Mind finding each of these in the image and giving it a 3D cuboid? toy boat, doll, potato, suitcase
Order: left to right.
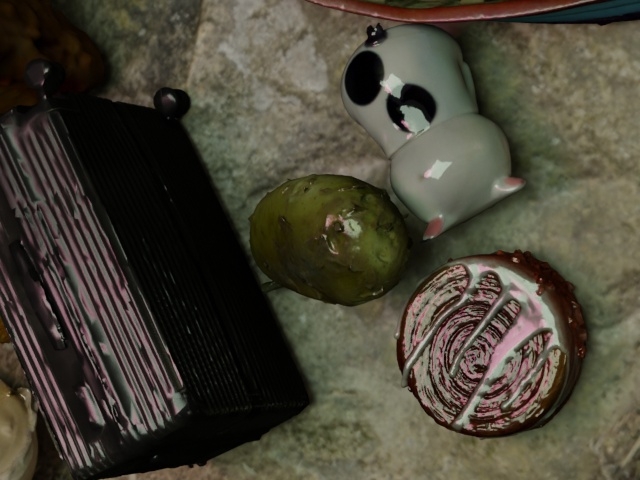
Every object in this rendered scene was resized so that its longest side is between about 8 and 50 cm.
[{"bbox_3d":[-0.166,0.031,1.529,0.152,0.230,0.335,-33,74,23],"label":"suitcase"},{"bbox_3d":[0.000,0.000,1.481,0.225,0.090,0.117,-8,110,64],"label":"potato"},{"bbox_3d":[0.091,-0.093,1.471,0.110,0.107,0.180,-31,77,11],"label":"doll"},{"bbox_3d":[0.112,-0.231,1.467,0.392,0.079,0.136,11,74,25],"label":"toy boat"}]

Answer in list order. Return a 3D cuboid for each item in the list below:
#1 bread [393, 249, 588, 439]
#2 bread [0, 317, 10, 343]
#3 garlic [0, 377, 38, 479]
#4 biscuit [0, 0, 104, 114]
[{"bbox_3d":[0.141,0.084,1.457,0.160,0.073,0.160,-1,87,28],"label":"bread"},{"bbox_3d":[-0.347,0.032,1.721,0.187,0.065,0.103,29,96,24],"label":"bread"},{"bbox_3d":[-0.409,0.198,1.676,0.281,0.203,0.184,34,144,10],"label":"garlic"},{"bbox_3d":[-0.443,-0.152,1.588,0.343,0.395,0.166,-31,73,24],"label":"biscuit"}]
